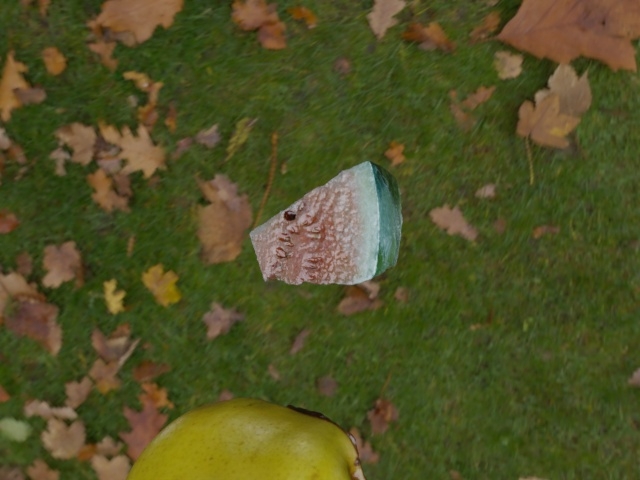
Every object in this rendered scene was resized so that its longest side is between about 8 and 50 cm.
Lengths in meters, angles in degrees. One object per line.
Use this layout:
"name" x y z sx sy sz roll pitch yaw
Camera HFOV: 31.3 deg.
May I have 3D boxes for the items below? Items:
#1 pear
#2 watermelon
"pear" -0.116 0.384 1.436 0.386 0.191 0.340 -33 87 36
"watermelon" 0.000 0.000 1.524 0.241 0.094 0.154 -13 69 35
